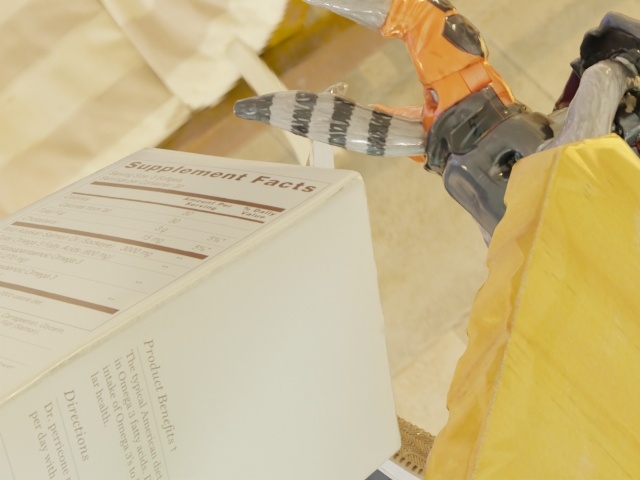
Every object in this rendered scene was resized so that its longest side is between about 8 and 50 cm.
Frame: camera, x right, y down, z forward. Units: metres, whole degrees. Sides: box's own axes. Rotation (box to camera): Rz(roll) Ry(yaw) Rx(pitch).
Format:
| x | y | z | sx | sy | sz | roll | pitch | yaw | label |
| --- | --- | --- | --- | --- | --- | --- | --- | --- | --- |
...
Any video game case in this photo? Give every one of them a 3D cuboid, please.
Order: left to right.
| x | y | z | sx | sy | sz | roll | pitch | yaw | label |
| --- | --- | --- | --- | --- | --- | --- | --- | --- | --- |
| 0.000 | 0.000 | 1.755 | 0.025 | 0.285 | 0.204 | -3 | 83 | -4 | video game case |

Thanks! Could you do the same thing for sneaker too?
| x | y | z | sx | sy | sz | roll | pitch | yaw | label |
| --- | --- | --- | --- | --- | --- | --- | --- | --- | --- |
| 0.038 | 0.261 | 1.650 | 0.282 | 0.153 | 0.099 | 33 | 36 | 28 | sneaker |

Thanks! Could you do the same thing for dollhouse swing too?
| x | y | z | sx | sy | sz | roll | pitch | yaw | label |
| --- | --- | --- | --- | --- | --- | --- | --- | --- | --- |
| 0.117 | 0.170 | 0.743 | 0.305 | 0.315 | 0.347 | 31 | 56 | -17 | dollhouse swing |

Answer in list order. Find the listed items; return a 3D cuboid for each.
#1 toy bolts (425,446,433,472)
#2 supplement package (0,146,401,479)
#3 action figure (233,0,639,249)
| x | y | z | sx | sy | sz | roll | pitch | yaw | label |
| --- | --- | --- | --- | --- | --- | --- | --- | --- | --- |
| 0.091 | 0.262 | 1.247 | 0.228 | 0.218 | 0.158 | -13 | 77 | 22 | toy bolts |
| -0.070 | 0.053 | 0.433 | 0.105 | 0.105 | 0.179 | 9 | 28 | 38 | supplement package |
| 0.113 | -0.035 | 1.024 | 0.330 | 0.341 | 0.178 | 34 | 52 | 22 | action figure |
